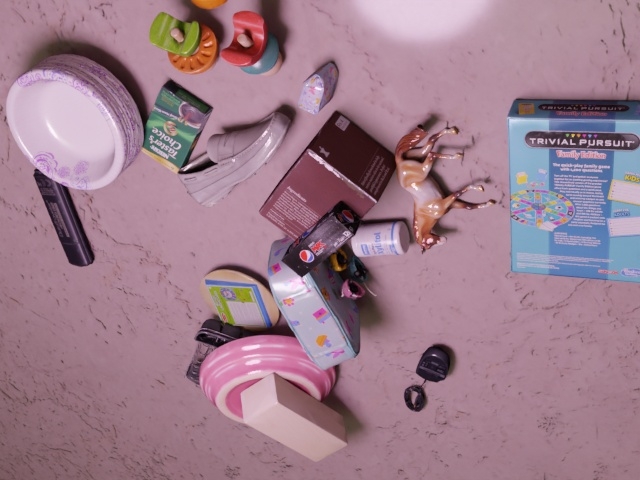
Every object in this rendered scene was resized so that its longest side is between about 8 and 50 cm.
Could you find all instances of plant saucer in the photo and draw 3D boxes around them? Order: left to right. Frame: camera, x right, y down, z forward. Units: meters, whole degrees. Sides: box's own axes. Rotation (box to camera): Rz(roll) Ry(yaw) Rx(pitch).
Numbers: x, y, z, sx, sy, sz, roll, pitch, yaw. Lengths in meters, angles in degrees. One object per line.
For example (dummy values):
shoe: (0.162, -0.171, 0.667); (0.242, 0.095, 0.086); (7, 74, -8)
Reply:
plant saucer: (-0.127, 0.352, 2.030); (0.332, 0.084, 0.332); (-3, 138, -2)

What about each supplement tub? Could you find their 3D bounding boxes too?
supplement tub: (0.126, -0.002, 1.759); (0.107, 0.071, 0.071); (-6, 121, 26)

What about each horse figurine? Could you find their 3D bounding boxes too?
horse figurine: (0.219, -0.113, 1.644); (0.174, 0.066, 0.263); (-21, 115, 27)

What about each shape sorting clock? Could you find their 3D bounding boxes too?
shape sorting clock: (-0.194, 0.144, 2.023); (0.206, 0.040, 0.206); (11, 135, 11)

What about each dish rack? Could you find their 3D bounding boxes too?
dish rack: (-0.234, 0.318, 2.122); (0.208, 0.074, 0.271); (21, 130, -6)

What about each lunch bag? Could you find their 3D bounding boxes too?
lunch bag: (-0.009, 0.114, 1.809); (0.108, 0.224, 0.279); (-22, 114, 16)
lunch bag: (-0.003, -0.295, 1.607); (0.053, 0.071, 0.083); (28, 132, 8)

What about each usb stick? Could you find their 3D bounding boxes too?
usb stick: (-0.631, -0.055, 2.072); (0.077, 0.045, 0.278); (6, 126, 28)

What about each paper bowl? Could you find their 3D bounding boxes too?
paper bowl: (-0.512, -0.262, 1.804); (0.284, 0.148, 0.284); (11, 127, 16)

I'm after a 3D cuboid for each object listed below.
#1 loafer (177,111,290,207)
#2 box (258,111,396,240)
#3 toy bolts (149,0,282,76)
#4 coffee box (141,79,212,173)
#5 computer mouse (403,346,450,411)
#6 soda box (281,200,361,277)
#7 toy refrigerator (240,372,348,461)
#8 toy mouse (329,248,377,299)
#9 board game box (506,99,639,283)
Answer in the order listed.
loafer: (-0.185, -0.177, 1.746); (0.111, 0.112, 0.319); (41, 130, -19)
box: (0.016, -0.106, 1.669); (0.167, 0.168, 0.203); (38, 130, -5)
toy bolts: (-0.169, -0.399, 1.598); (0.228, 0.158, 0.218); (24, 90, 19)
coffee box: (-0.314, -0.239, 1.802); (0.113, 0.040, 0.184); (34, 130, -2)
computer mouse: (0.247, 0.322, 1.966); (0.071, 0.041, 0.242); (23, 136, 5)
soda box: (0.000, 0.000, 1.607); (0.060, 0.053, 0.169); (41, 128, -11)
toy refrigerator: (-0.059, 0.417, 1.979); (0.102, 0.094, 0.269); (-34, 132, 20)
toy mouse: (0.067, 0.083, 1.814); (0.031, 0.161, 0.143); (-30, 125, 29)
board game box: (0.478, -0.087, 1.538); (0.253, 0.079, 0.336); (5, 125, 21)
